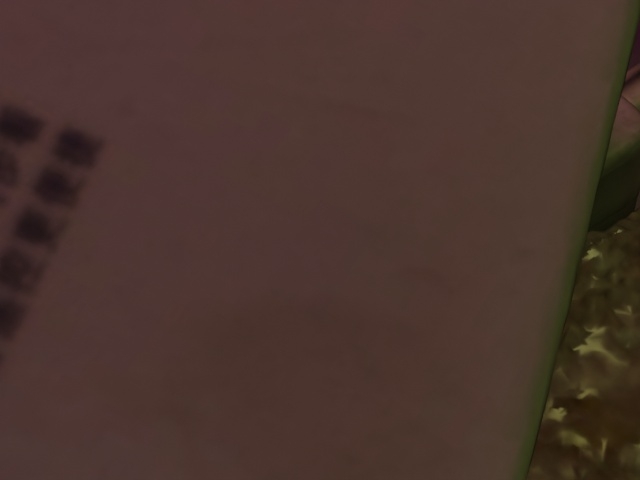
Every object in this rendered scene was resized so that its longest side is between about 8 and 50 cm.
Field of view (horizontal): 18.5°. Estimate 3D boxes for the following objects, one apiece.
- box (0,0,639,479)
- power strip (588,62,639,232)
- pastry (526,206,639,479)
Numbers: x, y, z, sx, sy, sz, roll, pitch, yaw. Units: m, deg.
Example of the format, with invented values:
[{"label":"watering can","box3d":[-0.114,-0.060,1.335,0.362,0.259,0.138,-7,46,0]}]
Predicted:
[{"label":"box","box3d":[-0.137,0.005,0.422,0.373,0.090,0.367,20,53,0]},{"label":"power strip","box3d":[0.000,0.000,0.561,0.288,0.053,0.093,-33,56,-23]},{"label":"pastry","box3d":[0.083,0.053,0.532,0.265,0.112,0.103,-33,82,-12]}]
